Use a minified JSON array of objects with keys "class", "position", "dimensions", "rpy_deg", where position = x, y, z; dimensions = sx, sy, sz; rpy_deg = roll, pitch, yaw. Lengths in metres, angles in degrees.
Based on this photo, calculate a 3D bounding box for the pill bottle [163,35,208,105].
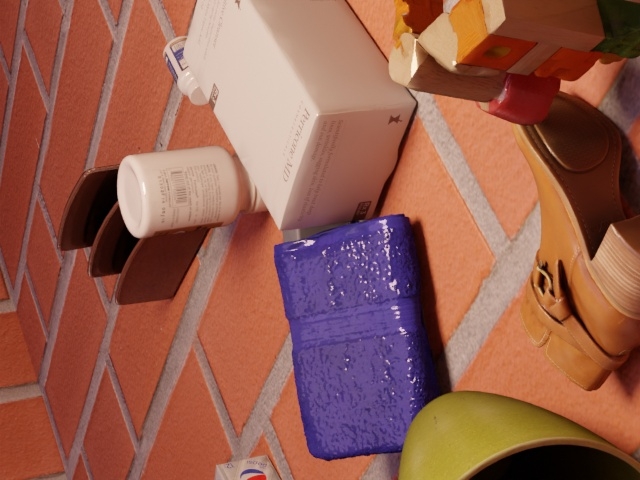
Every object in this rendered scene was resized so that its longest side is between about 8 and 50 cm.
[{"class":"pill bottle","position":[-0.219,-0.287,2.328],"dimensions":[0.120,0.067,0.067],"rpy_deg":[62,148,36]}]

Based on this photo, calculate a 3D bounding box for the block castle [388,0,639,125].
[{"class":"block castle","position":[0.242,-0.322,1.211],"dimensions":[0.453,0.213,0.303],"rpy_deg":[-41,49,53]}]

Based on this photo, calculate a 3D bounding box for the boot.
[{"class":"boot","position":[0.256,-0.003,1.416],"dimensions":[0.283,0.109,0.220],"rpy_deg":[55,149,30]}]

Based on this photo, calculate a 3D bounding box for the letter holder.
[{"class":"letter holder","position":[-0.358,-0.008,2.532],"dimensions":[0.302,0.214,0.152],"rpy_deg":[-56,48,54]}]

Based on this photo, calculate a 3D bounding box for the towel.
[{"class":"towel","position":[0.057,0.131,1.817],"dimensions":[0.228,0.076,0.308],"rpy_deg":[-13,83,40]}]

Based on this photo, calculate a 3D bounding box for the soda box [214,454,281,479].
[{"class":"soda box","position":[-0.136,0.509,2.369],"dimensions":[0.091,0.098,0.286],"rpy_deg":[54,143,46]}]

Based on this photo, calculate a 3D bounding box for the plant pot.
[{"class":"plant pot","position":[0.193,0.277,1.475],"dimensions":[0.293,0.275,0.274],"rpy_deg":[-123,32,-70]}]

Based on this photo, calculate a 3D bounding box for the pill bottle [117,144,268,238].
[{"class":"pill bottle","position":[-0.191,-0.082,2.146],"dimensions":[0.131,0.229,0.131],"rpy_deg":[31,125,58]}]

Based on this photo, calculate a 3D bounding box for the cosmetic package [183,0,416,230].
[{"class":"cosmetic package","position":[-0.040,-0.222,1.874],"dimensions":[0.385,0.156,0.217],"rpy_deg":[60,146,39]}]

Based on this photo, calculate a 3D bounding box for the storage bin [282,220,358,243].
[{"class":"storage bin","position":[0.000,0.000,1.937],"dimensions":[0.098,0.091,0.135],"rpy_deg":[15,112,62]}]
